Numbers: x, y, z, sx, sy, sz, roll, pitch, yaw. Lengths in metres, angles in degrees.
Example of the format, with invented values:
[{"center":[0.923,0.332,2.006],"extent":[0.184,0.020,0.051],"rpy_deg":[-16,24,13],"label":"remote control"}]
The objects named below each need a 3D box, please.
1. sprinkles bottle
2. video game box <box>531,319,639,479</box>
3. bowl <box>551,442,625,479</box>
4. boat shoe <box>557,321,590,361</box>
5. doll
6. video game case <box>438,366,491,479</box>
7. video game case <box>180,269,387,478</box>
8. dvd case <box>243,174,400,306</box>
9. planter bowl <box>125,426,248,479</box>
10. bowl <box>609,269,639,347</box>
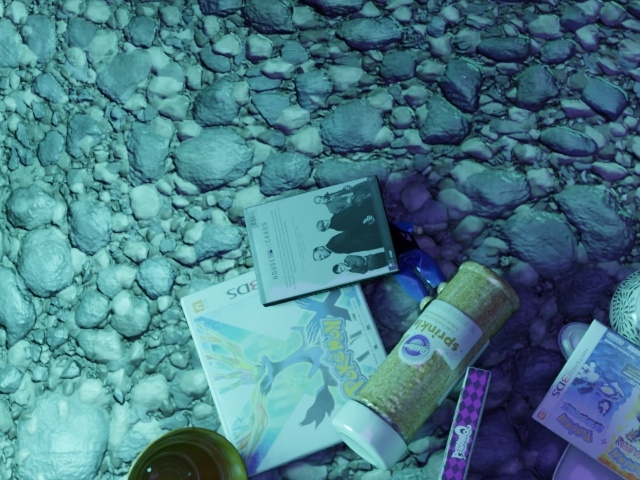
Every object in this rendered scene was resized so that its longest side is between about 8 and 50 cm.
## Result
[{"center":[0.171,0.197,1.894],"extent":[0.121,0.121,0.355],"rpy_deg":[37,73,14],"label":"sprinkles bottle"},{"center":[0.464,0.254,1.840],"extent":[0.205,0.048,0.187],"rpy_deg":[33,95,14],"label":"video game box"},{"center":[0.451,0.370,1.880],"extent":[0.142,0.053,0.142],"rpy_deg":[32,82,13],"label":"bowl"},{"center":[0.480,0.211,1.904],"extent":[0.226,0.076,0.083],"rpy_deg":[41,83,14],"label":"boat shoe"},{"center":[0.132,0.029,2.005],"extent":[0.129,0.046,0.189],"rpy_deg":[-39,75,-5],"label":"doll"},{"center":[0.217,0.323,1.837],"extent":[0.042,0.210,0.232],"rpy_deg":[14,79,9],"label":"video game case"},{"center":[-0.046,0.196,1.989],"extent":[0.300,0.036,0.329],"rpy_deg":[-21,75,1],"label":"video game case"},{"center":[0.000,0.000,1.999],"extent":[0.238,0.029,0.179],"rpy_deg":[-14,70,6],"label":"dvd case"},{"center":[-0.233,0.403,1.910],"extent":[0.217,0.090,0.217],"rpy_deg":[-1,92,-30],"label":"planter bowl"},{"center":[0.560,0.115,1.917],"extent":[0.170,0.080,0.170],"rpy_deg":[-2,75,7],"label":"bowl"}]
